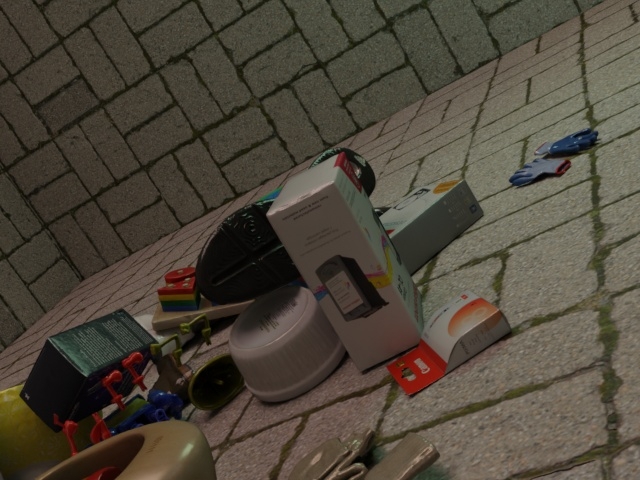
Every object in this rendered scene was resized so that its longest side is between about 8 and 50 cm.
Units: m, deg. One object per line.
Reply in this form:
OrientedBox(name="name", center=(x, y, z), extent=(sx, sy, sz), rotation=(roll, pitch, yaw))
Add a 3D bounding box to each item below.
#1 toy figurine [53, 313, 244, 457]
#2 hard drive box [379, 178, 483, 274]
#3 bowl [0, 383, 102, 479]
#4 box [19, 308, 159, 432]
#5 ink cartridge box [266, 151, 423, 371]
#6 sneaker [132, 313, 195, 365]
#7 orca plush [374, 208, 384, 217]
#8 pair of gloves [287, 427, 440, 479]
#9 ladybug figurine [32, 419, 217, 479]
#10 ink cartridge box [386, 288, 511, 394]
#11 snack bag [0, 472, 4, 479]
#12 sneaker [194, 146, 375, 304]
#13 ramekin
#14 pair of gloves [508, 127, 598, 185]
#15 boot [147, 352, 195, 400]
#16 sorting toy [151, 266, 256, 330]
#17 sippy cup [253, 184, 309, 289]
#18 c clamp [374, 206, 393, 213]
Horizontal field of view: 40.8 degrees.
OrientedBox(name="toy figurine", center=(-0.341, 0.306, 1.624), extent=(0.362, 0.191, 0.217), rotation=(-38, 10, -30))
OrientedBox(name="hard drive box", center=(0.193, -0.023, 1.793), extent=(0.232, 0.089, 0.181), rotation=(-38, 14, -24))
OrientedBox(name="bowl", center=(-0.552, 0.416, 1.667), extent=(0.289, 0.289, 0.156), rotation=(-30, 55, 7))
OrientedBox(name="box", center=(-0.425, 0.236, 1.593), extent=(0.153, 0.108, 0.207), rotation=(-57, -16, 27))
OrientedBox(name="ink cartridge box", center=(0.050, 0.029, 1.450), extent=(0.131, 0.306, 0.226), rotation=(-28, 14, 13))
OrientedBox(name="sneaker", center=(-0.405, 0.242, 2.215), extent=(0.129, 0.111, 0.297), rotation=(-24, 16, -21))
OrientedBox(name="orca plush", center=(0.020, -0.003, 2.078), extent=(0.287, 0.151, 0.102), rotation=(-3, 64, 17))
OrientedBox(name="pair of gloves", center=(0.027, 0.311, 1.057), extent=(0.204, 0.042, 0.240), rotation=(-41, 14, -23))
OrientedBox(name="ladybug figurine", center=(-0.325, 0.413, 1.216), extent=(0.449, 0.162, 0.305), rotation=(-26, 13, 22))
OrientedBox(name="ink cartridge box", center=(0.181, 0.148, 1.296), extent=(0.179, 0.045, 0.145), rotation=(-30, 12, -3))
OrientedBox(name="snack bag", center=(-0.675, 0.410, 1.588), extent=(0.037, 0.343, 0.323), rotation=(-15, -12, -45))
OrientedBox(name="sneaker", center=(-0.084, 0.017, 1.682), extent=(0.447, 0.169, 0.257), rotation=(-40, -7, -35))
OrientedBox(name="ramekin", center=(-0.066, 0.173, 1.524), extent=(0.207, 0.109, 0.207), rotation=(-25, 27, 14))
OrientedBox(name="pair of gloves", center=(0.493, -0.175, 1.816), extent=(0.198, 0.023, 0.159), rotation=(-39, 17, -26))
OrientedBox(name="boot", center=(-0.332, 0.303, 1.819), extent=(0.106, 0.082, 0.219), rotation=(-34, 15, -22))
OrientedBox(name="sorting toy", center=(-0.296, 0.124, 2.191), extent=(0.255, 0.089, 0.257), rotation=(-12, 14, -1))
OrientedBox(name="sippy cup", center=(-0.066, 0.007, 1.977), extent=(0.240, 0.224, 0.305), rotation=(-33, 13, -11))
OrientedBox(name="c clamp", center=(0.117, -0.067, 2.132), extent=(0.160, 0.022, 0.137), rotation=(-4, -3, -31))
